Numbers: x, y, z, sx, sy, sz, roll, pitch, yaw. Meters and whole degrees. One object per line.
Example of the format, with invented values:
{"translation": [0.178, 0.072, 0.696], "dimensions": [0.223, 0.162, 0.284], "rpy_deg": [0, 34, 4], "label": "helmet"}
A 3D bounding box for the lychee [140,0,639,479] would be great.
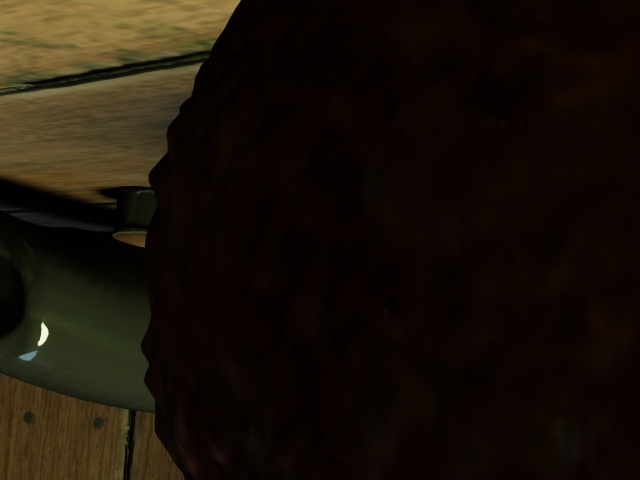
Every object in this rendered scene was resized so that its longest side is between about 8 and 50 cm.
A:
{"translation": [0.076, 0.026, 0.449], "dimensions": [0.260, 0.261, 0.260], "rpy_deg": [5, 174, 1], "label": "lychee"}

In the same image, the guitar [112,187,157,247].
{"translation": [0.001, -0.002, 1.161], "dimensions": [0.271, 0.038, 0.084], "rpy_deg": [6, 175, 14], "label": "guitar"}

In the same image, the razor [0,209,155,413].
{"translation": [-0.151, 0.047, 1.279], "dimensions": [0.204, 0.113, 0.349], "rpy_deg": [25, -172, 36], "label": "razor"}
